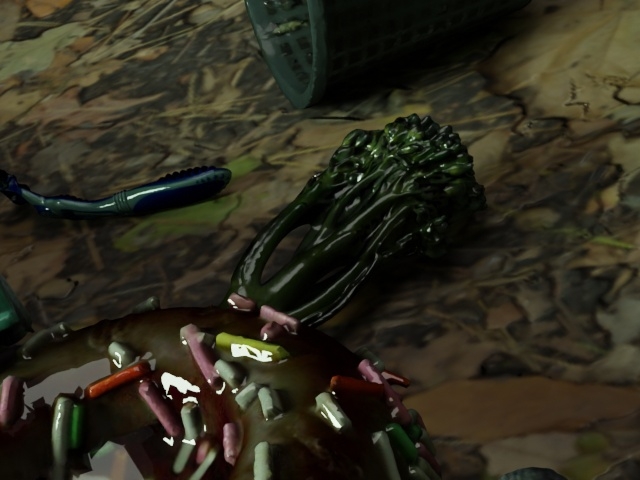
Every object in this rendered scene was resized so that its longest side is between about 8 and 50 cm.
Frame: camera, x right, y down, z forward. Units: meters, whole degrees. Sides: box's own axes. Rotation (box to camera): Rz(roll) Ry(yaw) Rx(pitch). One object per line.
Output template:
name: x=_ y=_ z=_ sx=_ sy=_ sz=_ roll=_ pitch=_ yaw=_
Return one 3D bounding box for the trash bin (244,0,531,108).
trash bin: x=0.040 y=-0.182 z=1.155 sx=0.161 sy=0.175 sz=0.175 roll=-16 pitch=29 yaw=-14

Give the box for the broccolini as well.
broccolini: x=-0.002 y=0.012 z=0.972 sx=0.202 sy=0.068 sz=0.091 roll=-41 pitch=65 yaw=-16

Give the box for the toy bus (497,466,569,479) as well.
toy bus: x=0.022 y=0.148 z=0.634 sx=0.268 sy=0.106 sz=0.092 roll=-6 pitch=32 yaw=-7

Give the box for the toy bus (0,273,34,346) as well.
toy bus: x=-0.203 y=0.026 z=0.942 sx=0.091 sy=0.109 sz=0.262 roll=-28 pitch=3 yaw=-13

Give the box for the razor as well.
razor: x=-0.123 y=-0.026 z=1.119 sx=0.154 sy=0.044 sz=0.028 roll=-2 pitch=65 yaw=23

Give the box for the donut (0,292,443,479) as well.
donut: x=-0.078 y=0.120 z=0.788 sx=0.270 sy=0.103 sz=0.270 roll=-14 pitch=29 yaw=8
